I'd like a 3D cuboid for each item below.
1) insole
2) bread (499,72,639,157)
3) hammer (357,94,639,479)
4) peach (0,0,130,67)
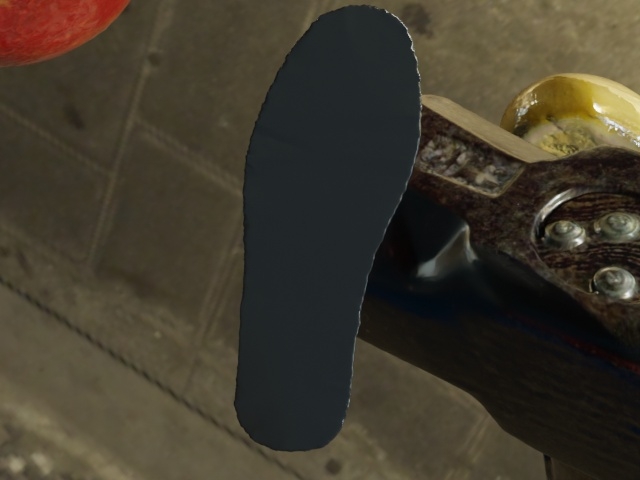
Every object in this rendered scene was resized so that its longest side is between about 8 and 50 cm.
[{"bbox_3d":[0.000,0.000,0.439,0.053,0.002,0.153,8,110,1],"label":"insole"},{"bbox_3d":[0.166,-0.068,0.839,0.115,0.056,0.082,23,149,-30],"label":"bread"},{"bbox_3d":[0.127,0.136,0.601,0.242,0.095,0.409,28,146,31],"label":"hammer"},{"bbox_3d":[-0.188,-0.213,0.752,0.199,0.243,0.243,-29,97,24],"label":"peach"}]
